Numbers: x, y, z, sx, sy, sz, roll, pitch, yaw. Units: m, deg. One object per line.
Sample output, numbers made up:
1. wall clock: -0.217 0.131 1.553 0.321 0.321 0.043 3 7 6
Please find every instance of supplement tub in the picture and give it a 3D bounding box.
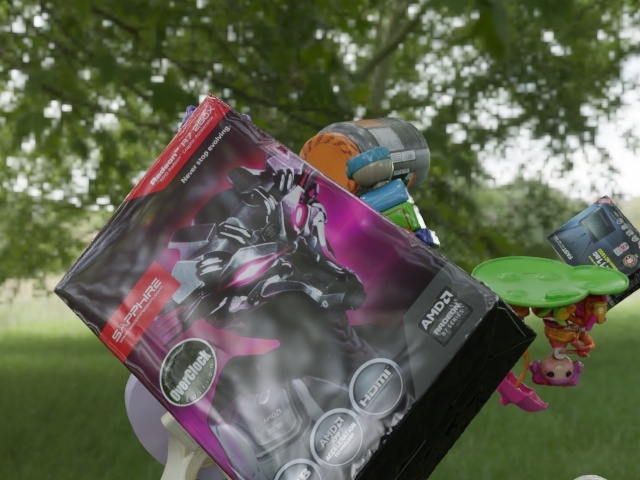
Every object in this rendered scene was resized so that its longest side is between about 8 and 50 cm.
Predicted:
1. supplement tub: 0.057 -0.104 1.504 0.117 0.117 0.190 -2 7 33

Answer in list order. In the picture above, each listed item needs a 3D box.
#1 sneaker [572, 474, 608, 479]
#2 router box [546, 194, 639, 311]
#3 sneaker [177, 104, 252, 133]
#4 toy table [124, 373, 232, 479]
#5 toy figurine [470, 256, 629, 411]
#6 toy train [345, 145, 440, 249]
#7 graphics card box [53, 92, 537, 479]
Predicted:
1. sneaker: 0.483 0.517 1.686 0.131 0.350 0.148 -34 -30 5
2. router box: 0.344 0.015 1.357 0.092 0.122 0.038 -37 -45 8
3. sneaker: -0.172 -0.197 1.809 0.068 0.071 0.169 12 -4 -44
4. toy table: -0.169 0.303 1.700 0.274 0.252 0.161 37 6 -33
5. toy figurine: 0.250 0.114 1.250 0.173 0.159 0.130 -2 22 -5
6. toy train: 0.000 0.000 1.307 0.248 0.143 0.105 -25 -11 13
7. graphics card box: -0.038 0.057 0.916 0.371 0.233 0.094 38 -1 37
